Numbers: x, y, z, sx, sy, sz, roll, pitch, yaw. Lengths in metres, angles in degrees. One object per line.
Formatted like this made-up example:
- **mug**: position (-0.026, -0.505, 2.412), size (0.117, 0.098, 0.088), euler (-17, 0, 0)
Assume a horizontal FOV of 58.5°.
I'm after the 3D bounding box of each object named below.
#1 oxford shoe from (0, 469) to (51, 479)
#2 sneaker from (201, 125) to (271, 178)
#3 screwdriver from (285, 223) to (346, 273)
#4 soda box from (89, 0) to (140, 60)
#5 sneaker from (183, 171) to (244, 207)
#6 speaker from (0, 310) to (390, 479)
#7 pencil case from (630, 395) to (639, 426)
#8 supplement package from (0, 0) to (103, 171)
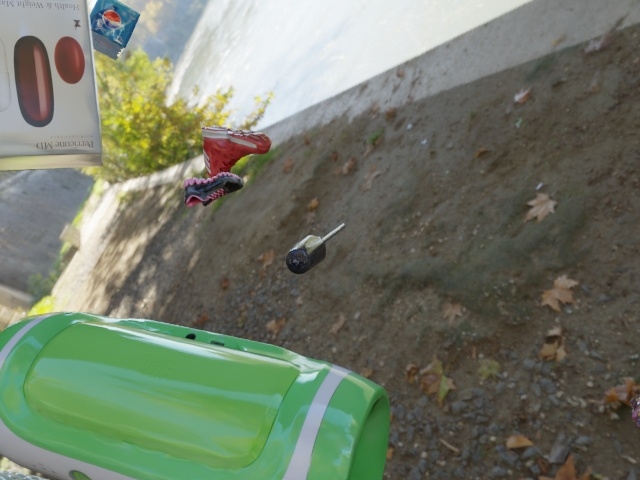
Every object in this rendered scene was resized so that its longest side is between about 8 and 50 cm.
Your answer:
- **oxford shoe**: position (-0.254, 0.311, 0.534), size (0.169, 0.450, 0.130), euler (-163, 89, -79)
- **sneaker**: position (-0.203, -0.201, 1.383), size (0.221, 0.087, 0.128), euler (21, 116, 41)
- **screwdriver**: position (0.000, 0.000, 0.480), size (0.170, 0.025, 0.024), euler (-48, -45, -76)
- **soda box**: position (-0.381, -0.380, 1.030), size (0.067, 0.071, 0.210), euler (-65, 26, 0)
- **sneaker**: position (-0.193, -0.085, 1.023), size (0.119, 0.047, 0.057), euler (-8, 57, 17)
- **speaker**: position (-0.106, 0.131, 0.422), size (0.297, 0.131, 0.131), euler (7, 61, 20)
- **pencil case**: position (0.848, 0.277, 1.346), size (0.160, 0.167, 0.386), euler (67, -138, -62)
- **supplement package**: position (-0.371, -0.191, 0.683), size (0.149, 0.194, 0.203), euler (-177, 82, -69)
